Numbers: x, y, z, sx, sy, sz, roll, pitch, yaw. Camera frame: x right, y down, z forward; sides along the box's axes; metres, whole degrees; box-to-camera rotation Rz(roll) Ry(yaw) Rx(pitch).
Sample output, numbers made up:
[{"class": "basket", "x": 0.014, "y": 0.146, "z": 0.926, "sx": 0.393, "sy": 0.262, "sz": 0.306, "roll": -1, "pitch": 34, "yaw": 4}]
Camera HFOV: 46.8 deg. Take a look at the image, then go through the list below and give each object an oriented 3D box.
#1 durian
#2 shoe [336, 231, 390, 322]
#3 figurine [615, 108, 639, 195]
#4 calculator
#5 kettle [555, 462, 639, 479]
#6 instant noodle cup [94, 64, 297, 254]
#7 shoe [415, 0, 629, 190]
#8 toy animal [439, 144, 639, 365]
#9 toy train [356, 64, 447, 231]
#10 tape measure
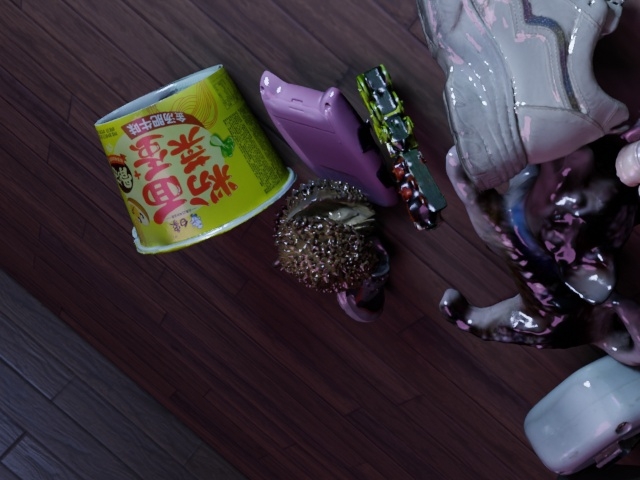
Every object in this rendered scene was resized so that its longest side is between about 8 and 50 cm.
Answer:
[{"class": "durian", "x": 0.000, "y": 0.000, "z": 1.185, "sx": 0.196, "sy": 0.196, "sz": 0.167, "roll": -3, "pitch": 137, "yaw": 46}, {"class": "shoe", "x": 0.088, "y": 0.053, "z": 1.314, "sx": 0.126, "sy": 0.099, "sz": 0.227, "roll": 8, "pitch": 131, "yaw": 43}, {"class": "figurine", "x": 0.442, "y": -0.124, "z": 0.742, "sx": 0.181, "sy": 0.145, "sz": 0.257, "roll": 62, "pitch": 148, "yaw": 4}, {"class": "calculator", "x": 0.019, "y": -0.139, "z": 1.147, "sx": 0.194, "sy": 0.043, "sz": 0.294, "roll": 21, "pitch": 160, "yaw": 36}, {"class": "kettle", "x": 0.555, "y": 0.428, "z": 1.101, "sx": 0.324, "sy": 0.321, "sz": 0.228, "roll": -14, "pitch": 104, "yaw": 46}, {"class": "instant noodle cup", "x": -0.224, "y": -0.144, "z": 1.240, "sx": 0.311, "sy": 0.311, "sz": 0.221, "roll": -3, "pitch": 118, "yaw": 47}, {"class": "shoe", "x": 0.222, "y": -0.243, "z": 0.814, "sx": 0.211, "sy": 0.132, "sz": 0.341, "roll": -15, "pitch": 92, "yaw": 7}, {"class": "toy animal", "x": 0.327, "y": 0.012, "z": 0.960, "sx": 0.303, "sy": 0.194, "sz": 0.344, "roll": 27, "pitch": 148, "yaw": 29}, {"class": "toy train", "x": 0.109, "y": -0.123, "z": 0.995, "sx": 0.085, "sy": 0.053, "sz": 0.249, "roll": 56, "pitch": -166, "yaw": -67}, {"class": "tape measure", "x": 0.430, "y": 0.259, "z": 1.104, "sx": 0.125, "sy": 0.246, "sz": 0.243, "roll": 56, "pitch": 150, "yaw": 28}]
